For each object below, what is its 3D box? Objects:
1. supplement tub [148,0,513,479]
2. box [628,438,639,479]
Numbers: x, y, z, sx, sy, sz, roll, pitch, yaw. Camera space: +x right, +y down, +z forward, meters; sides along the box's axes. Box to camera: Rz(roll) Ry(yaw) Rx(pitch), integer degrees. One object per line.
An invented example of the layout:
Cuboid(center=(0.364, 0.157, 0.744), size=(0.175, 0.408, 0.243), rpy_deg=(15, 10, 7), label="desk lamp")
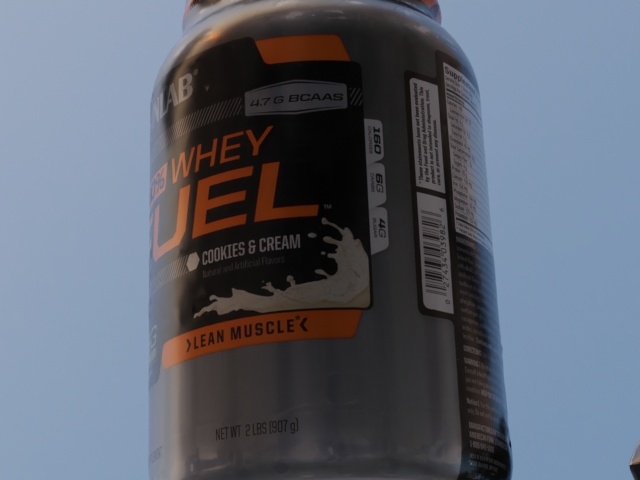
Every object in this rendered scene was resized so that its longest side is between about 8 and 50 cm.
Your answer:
Cuboid(center=(0.000, 0.000, 0.772), size=(0.193, 0.193, 0.316), rpy_deg=(-8, -111, 13), label="supplement tub")
Cuboid(center=(0.442, 0.239, 0.908), size=(0.395, 0.097, 0.318), rpy_deg=(-11, -63, 40), label="box")
